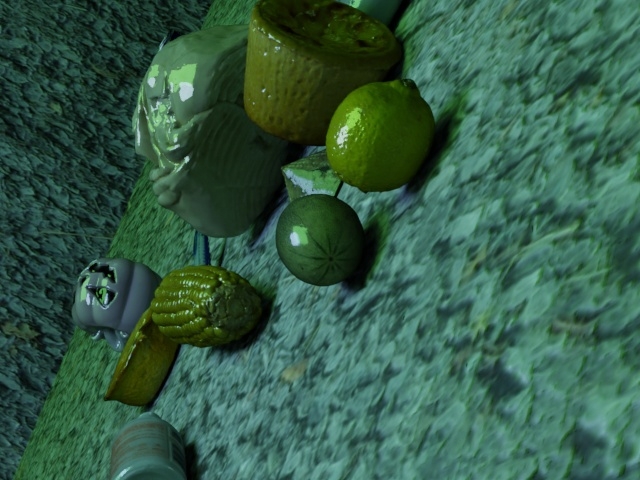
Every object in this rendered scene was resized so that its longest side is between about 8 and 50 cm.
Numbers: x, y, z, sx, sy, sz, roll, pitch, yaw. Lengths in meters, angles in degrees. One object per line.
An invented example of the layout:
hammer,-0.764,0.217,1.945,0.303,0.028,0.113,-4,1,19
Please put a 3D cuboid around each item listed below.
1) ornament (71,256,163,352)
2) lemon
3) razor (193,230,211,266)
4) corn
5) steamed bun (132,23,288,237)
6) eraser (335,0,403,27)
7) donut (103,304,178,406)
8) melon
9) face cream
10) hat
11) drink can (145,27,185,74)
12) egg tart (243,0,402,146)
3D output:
ornament,-0.372,0.120,2.500,0.177,0.178,0.177,-58,15,25
lemon,0.063,-0.109,1.410,0.109,0.109,0.133,-102,34,-69
razor,-0.187,0.021,2.237,0.093,0.056,0.324,-52,18,35
corn,-0.157,0.090,1.879,0.119,0.119,0.322,-67,18,-12
steamed bun,-0.161,-0.176,2.048,0.276,0.289,0.203,-34,38,-29
eraser,0.034,-0.283,1.898,0.227,0.081,0.174,-60,18,15
donut,-0.291,0.197,2.270,0.174,0.075,0.190,-62,9,14
melon,0.000,0.000,1.470,0.098,0.098,0.130,-60,19,17
face cream,-0.228,0.289,1.802,0.101,0.101,0.251,-62,14,10
hat,-0.022,-0.079,1.764,0.146,0.067,0.146,-58,15,25
drink can,-0.170,-0.265,2.295,0.097,0.235,0.097,-58,15,25
egg tart,-0.007,-0.212,1.739,0.202,0.203,0.147,-89,14,-60
